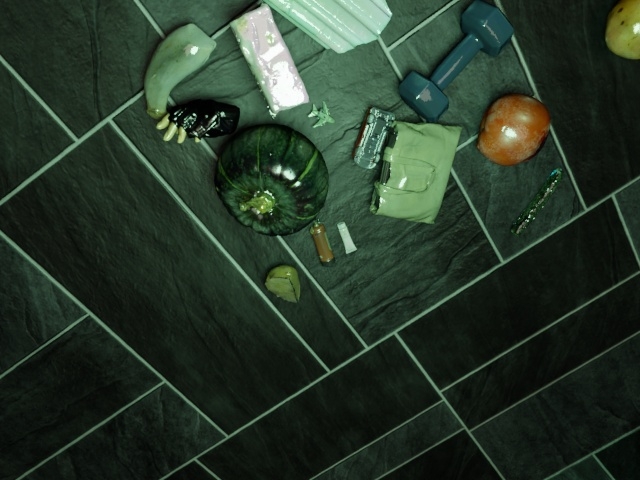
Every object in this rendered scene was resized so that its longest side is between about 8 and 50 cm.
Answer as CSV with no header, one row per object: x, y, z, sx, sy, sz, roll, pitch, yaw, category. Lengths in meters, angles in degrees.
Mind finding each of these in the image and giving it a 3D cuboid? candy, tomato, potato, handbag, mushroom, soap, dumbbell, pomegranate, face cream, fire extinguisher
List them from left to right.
-0.398,-0.448,1.190,0.118,0.103,0.270,39,113,-16,mushroom
-0.134,-0.467,1.180,0.115,0.156,0.265,-25,113,5,candy
-0.121,0.129,1.487,0.100,0.089,0.172,1,147,13,potato
0.000,0.000,1.455,0.062,0.050,0.178,-1,118,35,fire extinguisher
0.008,-0.630,1.131,0.346,0.115,0.208,27,106,-25,soap
0.085,-0.009,1.476,0.038,0.020,0.115,-22,117,1,face cream
0.285,-0.202,1.364,0.252,0.109,0.316,-1,118,-25,handbag
0.371,-0.491,1.245,0.160,0.144,0.325,37,104,-22,dumbbell
0.563,-0.319,1.306,0.184,0.208,0.208,14,111,8,tomato
0.899,-0.600,1.247,0.191,0.191,0.192,-3,113,-6,pomegranate

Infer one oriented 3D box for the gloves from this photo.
-0.337,-0.321,1.214,0.203,0.164,0.124,-4,89,-29,gloves

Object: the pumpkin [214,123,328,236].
-0.134,-0.165,1.260,0.322,0.241,0.324,1,126,2,pumpkin

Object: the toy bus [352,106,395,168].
0.149,-0.305,1.327,0.079,0.077,0.175,13,112,-19,toy bus

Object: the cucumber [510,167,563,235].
0.729,-0.126,1.501,0.043,0.043,0.257,24,107,-22,cucumber

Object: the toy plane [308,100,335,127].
0.007,-0.363,1.309,0.083,0.033,0.080,21,94,-16,toy plane
